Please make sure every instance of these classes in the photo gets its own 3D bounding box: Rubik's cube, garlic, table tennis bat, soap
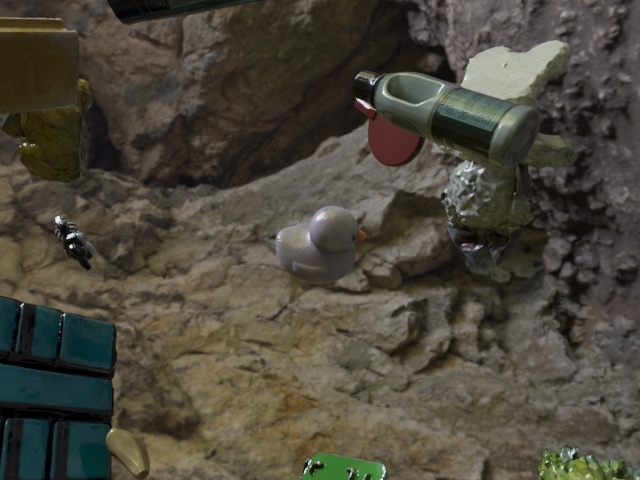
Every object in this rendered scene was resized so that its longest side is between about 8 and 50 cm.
[{"bbox_3d":[-0.511,0.266,0.819,0.288,0.293,0.283,30,-142,-46],"label":"Rubik's cube"},{"bbox_3d":[-0.276,0.312,0.778,0.083,0.041,0.053,42,157,21],"label":"garlic"},{"bbox_3d":[0.187,-0.330,1.502,0.038,0.200,0.310,6,-148,-36],"label":"table tennis bat"},{"bbox_3d":[-0.509,-0.274,0.843,0.073,0.140,0.232,38,-142,26],"label":"soap"}]

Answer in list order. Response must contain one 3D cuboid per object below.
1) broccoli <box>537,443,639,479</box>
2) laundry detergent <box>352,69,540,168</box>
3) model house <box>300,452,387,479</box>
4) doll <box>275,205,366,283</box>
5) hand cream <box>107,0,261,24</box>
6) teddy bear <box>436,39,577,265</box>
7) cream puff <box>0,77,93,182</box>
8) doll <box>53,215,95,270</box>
[{"bbox_3d":[0.236,0.375,0.532,0.353,0.397,0.275,-63,-18,-44],"label":"broccoli"},{"bbox_3d":[0.134,-0.155,0.628,0.099,0.225,0.070,-32,-40,-42],"label":"laundry detergent"},{"bbox_3d":[0.070,0.632,0.973,0.313,0.242,0.358,44,-125,-16],"label":"model house"},{"bbox_3d":[0.000,0.000,1.475,0.221,0.251,0.221,2,-90,-87],"label":"doll"},{"bbox_3d":[-0.169,-0.368,0.729,0.061,0.270,0.120,-63,-37,-60],"label":"hand cream"},{"bbox_3d":[0.415,-0.198,1.218,0.375,0.327,0.362,-50,-48,-33],"label":"teddy bear"},{"bbox_3d":[-0.642,-0.272,1.258,0.282,0.185,0.282,-176,90,-72],"label":"cream puff"},{"bbox_3d":[-0.645,0.000,1.393,0.219,0.067,0.091,40,156,42],"label":"doll"}]
